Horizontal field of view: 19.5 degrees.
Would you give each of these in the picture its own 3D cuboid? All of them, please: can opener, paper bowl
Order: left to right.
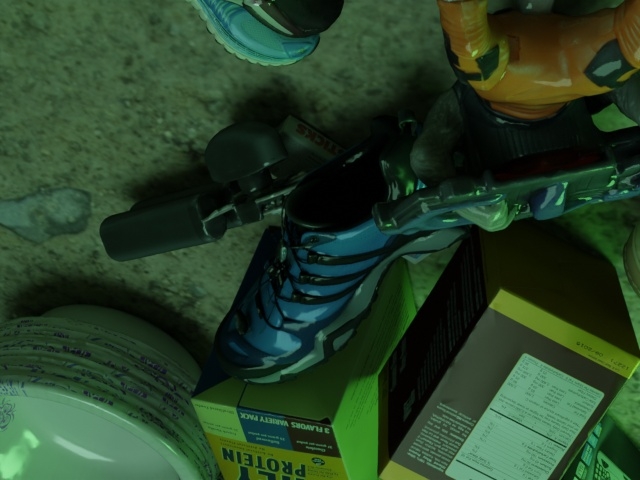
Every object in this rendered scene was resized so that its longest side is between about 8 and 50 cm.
[{"bbox_3d":[-0.230,0.176,1.934,0.284,0.148,0.284,14,144,11],"label":"paper bowl"},{"bbox_3d":[-0.098,-0.041,1.629,0.280,0.074,0.093,-19,96,50],"label":"can opener"}]

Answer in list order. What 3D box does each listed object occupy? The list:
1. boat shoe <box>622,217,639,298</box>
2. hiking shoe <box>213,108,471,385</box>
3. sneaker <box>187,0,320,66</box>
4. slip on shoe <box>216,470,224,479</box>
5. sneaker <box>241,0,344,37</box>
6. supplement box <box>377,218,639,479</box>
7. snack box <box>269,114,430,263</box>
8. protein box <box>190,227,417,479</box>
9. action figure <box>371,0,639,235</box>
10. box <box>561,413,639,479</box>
[{"bbox_3d":[0.354,0.095,1.534,0.341,0.121,0.110,38,142,-24],"label":"boat shoe"},{"bbox_3d":[0.000,0.000,1.529,0.132,0.113,0.304,25,121,-41],"label":"hiking shoe"},{"bbox_3d":[-0.063,-0.195,1.420,0.162,0.063,0.073,36,140,-20],"label":"sneaker"},{"bbox_3d":[-0.050,0.269,1.998,0.331,0.123,0.101,-15,135,35],"label":"slip on shoe"},{"bbox_3d":[-0.002,-0.255,1.273,0.162,0.106,0.281,-3,138,27],"label":"sneaker"},{"bbox_3d":[0.148,0.105,1.534,0.129,0.191,0.194,28,110,-9],"label":"supplement box"},{"bbox_3d":[0.029,-0.042,1.610,0.178,0.022,0.064,32,145,-14],"label":"snack box"},{"bbox_3d":[-0.002,0.133,1.708,0.136,0.200,0.201,9,144,20],"label":"protein box"},{"bbox_3d":[0.199,-0.126,1.343,0.341,0.178,0.330,-7,152,-10],"label":"action figure"},{"bbox_3d":[0.247,0.342,1.759,0.076,0.307,0.242,-10,134,43],"label":"box"}]
